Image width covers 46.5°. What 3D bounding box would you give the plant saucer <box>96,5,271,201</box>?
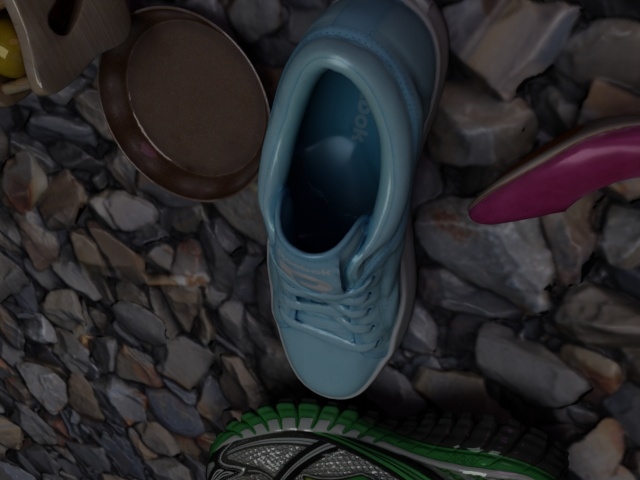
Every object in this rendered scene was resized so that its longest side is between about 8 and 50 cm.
[{"bbox_3d":[-0.110,-0.113,0.624,0.168,0.029,0.169,12,122,20],"label":"plant saucer"}]

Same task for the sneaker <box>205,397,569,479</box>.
[{"bbox_3d":[0.035,0.229,0.659,0.343,0.146,0.134,-4,145,30],"label":"sneaker"}]

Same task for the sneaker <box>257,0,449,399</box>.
[{"bbox_3d":[0.000,0.000,0.558,0.135,0.150,0.366,16,125,19],"label":"sneaker"}]

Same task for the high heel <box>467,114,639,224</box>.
[{"bbox_3d":[0.219,-0.034,0.470,0.244,0.082,0.117,-27,94,23],"label":"high heel"}]

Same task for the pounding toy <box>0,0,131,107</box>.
[{"bbox_3d":[-0.217,-0.234,0.506,0.154,0.154,0.270,-1,111,41],"label":"pounding toy"}]
